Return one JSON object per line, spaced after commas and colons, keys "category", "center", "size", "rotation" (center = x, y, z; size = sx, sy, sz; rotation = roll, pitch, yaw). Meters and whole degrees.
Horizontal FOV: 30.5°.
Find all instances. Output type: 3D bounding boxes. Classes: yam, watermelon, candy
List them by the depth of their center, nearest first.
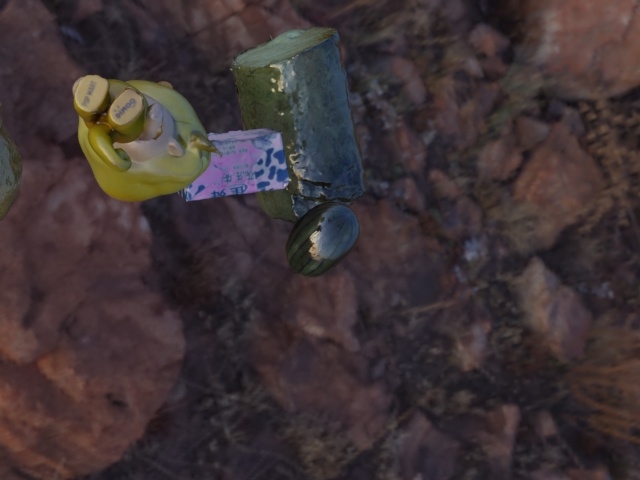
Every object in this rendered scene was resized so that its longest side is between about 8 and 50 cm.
{"category": "watermelon", "center": [0.000, 0.000, 1.455], "size": [0.078, 0.110, 0.078], "rotation": [42, 15, -14]}
{"category": "candy", "center": [-0.129, -0.112, 1.693], "size": [0.160, 0.073, 0.092], "rotation": [-9, 106, -24]}
{"category": "yam", "center": [-0.035, -0.187, 1.935], "size": [0.195, 0.195, 0.300], "rotation": [-35, 119, -51]}

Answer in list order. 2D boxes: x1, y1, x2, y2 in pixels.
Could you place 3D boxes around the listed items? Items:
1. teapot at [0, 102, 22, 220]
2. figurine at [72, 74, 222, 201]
{"category": "teapot", "center": [-0.458, -0.116, 1.412], "size": [0.203, 0.167, 0.311], "rotation": [22, 19, -1]}
{"category": "figurine", "center": [-0.180, -0.105, 1.147], "size": [0.246, 0.156, 0.131], "rotation": [46, 67, -80]}
